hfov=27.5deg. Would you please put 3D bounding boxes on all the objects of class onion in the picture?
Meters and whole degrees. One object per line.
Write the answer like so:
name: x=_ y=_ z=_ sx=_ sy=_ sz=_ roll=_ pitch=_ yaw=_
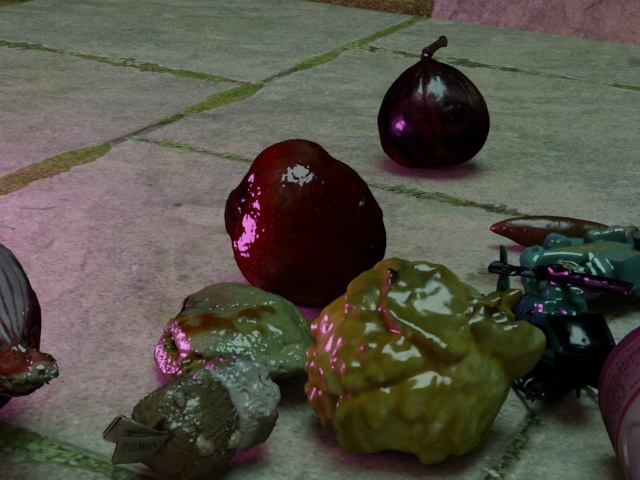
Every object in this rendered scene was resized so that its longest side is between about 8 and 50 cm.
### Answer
onion: x=-0.399 y=0.134 z=1.383 sx=0.267 sy=0.159 sz=0.349 roll=-28 pitch=42 yaw=-35

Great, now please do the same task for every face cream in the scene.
face cream: x=0.379 y=0.187 z=1.306 sx=0.175 sy=0.175 sz=0.195 roll=3 pitch=19 yaw=1

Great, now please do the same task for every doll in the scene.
doll: x=-0.130 y=0.190 z=1.331 sx=0.115 sy=0.105 sz=0.221 roll=-28 pitch=0 yaw=37

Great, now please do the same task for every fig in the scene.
fig: x=0.198 y=-0.256 z=2.350 sx=0.204 sy=0.249 sz=0.186 roll=-8 pitch=-2 yaw=-10

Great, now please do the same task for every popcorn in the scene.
popcorn: x=0.107 y=0.119 z=1.418 sx=0.266 sy=0.192 sz=0.233 roll=-19 pitch=33 yaw=-1

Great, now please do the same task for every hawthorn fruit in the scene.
hawthorn fruit: x=0.000 y=0.000 z=1.749 sx=0.266 sy=0.210 sz=0.230 roll=34 pitch=-10 yaw=-12

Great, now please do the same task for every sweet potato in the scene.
sweet potato: x=0.391 y=-0.008 z=1.997 sx=0.265 sy=0.057 sz=0.057 roll=4 pitch=21 yaw=-1

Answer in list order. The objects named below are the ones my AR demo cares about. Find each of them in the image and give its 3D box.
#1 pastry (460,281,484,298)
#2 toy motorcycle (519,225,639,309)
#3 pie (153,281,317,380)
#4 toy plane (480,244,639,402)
pastry: x=0.137 y=0.105 z=1.614 sx=0.157 sy=0.092 sz=0.156 roll=1 pitch=18 yaw=0
toy motorcycle: x=0.381 y=0.038 z=1.829 sx=0.297 sy=0.109 sz=0.198 roll=-15 pitch=17 yaw=-34
pie: x=-0.099 y=0.112 z=1.566 sx=0.201 sy=0.089 sz=0.248 roll=-1 pitch=17 yaw=-5
toy plane: x=0.273 y=0.097 z=1.577 sx=0.106 sy=0.155 sz=0.382 roll=-1 pitch=5 yaw=-9
